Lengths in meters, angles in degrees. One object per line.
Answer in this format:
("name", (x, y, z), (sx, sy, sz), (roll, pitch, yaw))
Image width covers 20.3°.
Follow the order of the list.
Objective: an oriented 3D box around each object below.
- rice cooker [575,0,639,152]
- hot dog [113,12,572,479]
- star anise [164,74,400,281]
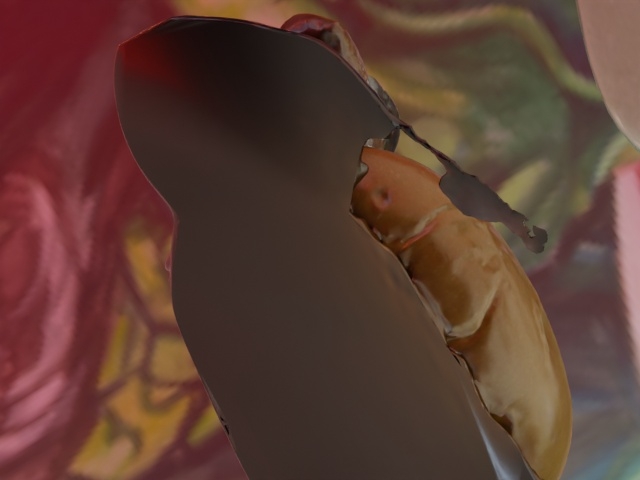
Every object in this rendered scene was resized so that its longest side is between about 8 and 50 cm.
("rice cooker", (0.219, -0.089, 0.382), (0.277, 0.288, 0.288), (-18, -104, -51))
("hot dog", (0.039, 0.030, 0.857), (0.107, 0.194, 0.326), (-45, -53, -57))
("star anise", (0.000, 0.000, 1.196), (0.093, 0.236, 0.229), (-28, -65, -54))
